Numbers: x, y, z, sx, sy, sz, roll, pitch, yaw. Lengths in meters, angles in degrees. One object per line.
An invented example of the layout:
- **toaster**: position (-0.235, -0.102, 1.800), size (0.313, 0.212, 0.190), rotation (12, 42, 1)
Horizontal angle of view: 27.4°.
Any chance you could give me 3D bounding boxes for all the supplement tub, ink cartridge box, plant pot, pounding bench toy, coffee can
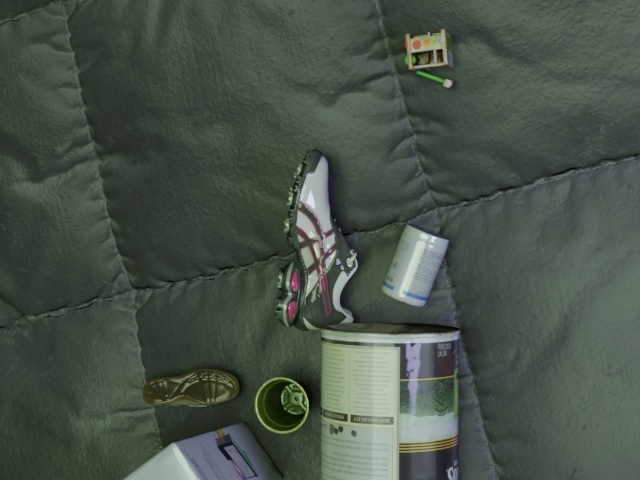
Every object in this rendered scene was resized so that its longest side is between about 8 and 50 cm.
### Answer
- **supplement tub**: position (0.138, 0.037, 1.917), size (0.071, 0.071, 0.107), rotation (23, 97, 14)
- **ink cartridge box**: position (-0.202, 0.377, 1.913), size (0.201, 0.278, 0.117), rotation (-38, 78, 13)
- **plant pot**: position (-0.046, 0.242, 1.967), size (0.083, 0.079, 0.083), rotation (0, 91, 16)
- **pounding bench toy**: position (0.158, -0.261, 1.916), size (0.065, 0.052, 0.083), rotation (-6, 90, 16)
- **coffee can**: position (0.097, 0.261, 1.864), size (0.202, 0.201, 0.275), rotation (1, 91, 16)

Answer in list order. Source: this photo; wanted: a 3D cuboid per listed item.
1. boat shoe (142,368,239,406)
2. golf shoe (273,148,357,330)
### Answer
- **boat shoe**: position (-0.197, 0.232, 2.033), size (0.153, 0.048, 0.056), rotation (-10, 76, 9)
- **golf shoe**: position (0.000, 0.000, 1.953), size (0.120, 0.105, 0.272), rotation (5, 98, 0)
